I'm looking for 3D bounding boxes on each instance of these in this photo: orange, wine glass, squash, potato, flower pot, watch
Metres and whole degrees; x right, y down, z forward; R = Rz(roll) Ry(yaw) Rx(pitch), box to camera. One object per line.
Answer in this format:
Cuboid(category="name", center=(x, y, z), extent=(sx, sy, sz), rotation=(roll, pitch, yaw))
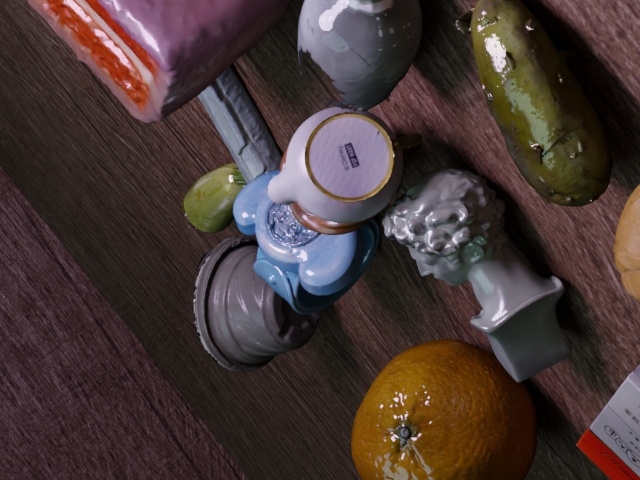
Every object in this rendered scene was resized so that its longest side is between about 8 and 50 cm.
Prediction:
Cuboid(category="orange", center=(0.163, 0.258, 1.777), extent=(0.264, 0.264, 0.264), rotation=(43, 159, 22))
Cuboid(category="wine glass", center=(0.050, -0.249, 1.340), extent=(0.143, 0.143, 0.321), rotation=(46, 161, 14))
Cuboid(category="squash", center=(-0.147, -0.082, 2.151), extent=(0.094, 0.094, 0.224), rotation=(52, 152, -3))
Cuboid(category="potato", center=(0.207, -0.133, 1.260), extent=(0.225, 0.090, 0.117), rotation=(61, 165, -8))
Cuboid(category="flower pot", center=(-0.087, 0.104, 2.181), extent=(0.140, 0.235, 0.235), rotation=(-3, 127, 37))
Cuboid(category="watch", center=(0.000, 0.000, 1.840), extent=(0.211, 0.211, 0.193), rotation=(41, 172, 27))

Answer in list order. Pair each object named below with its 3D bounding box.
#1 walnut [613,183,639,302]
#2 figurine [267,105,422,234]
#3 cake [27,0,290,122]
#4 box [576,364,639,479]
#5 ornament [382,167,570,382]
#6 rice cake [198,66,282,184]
Cuboid(category="walnut", center=(0.338, -0.004, 1.116), extent=(0.159, 0.159, 0.207), rotation=(49, 161, 5))
Cuboid(category="figurine", center=(0.027, -0.083, 1.588), extent=(0.263, 0.189, 0.142), rotation=(119, 137, -85))
Cuboid(category="cake", center=(-0.208, -0.329, 1.616), extent=(0.309, 0.230, 0.237), rotation=(50, 162, 4))
Cuboid(category="box", center=(0.394, 0.246, 1.589), extent=(0.139, 0.035, 0.245), rotation=(44, 159, 18))
Cuboid(category="ornament", center=(0.199, 0.037, 1.544), extent=(0.285, 0.130, 0.120), rotation=(48, 178, -15))
Cuboid(category="rice cake", center=(-0.097, -0.125, 1.970), extent=(0.066, 0.063, 0.336), rotation=(11, 138, 53))
